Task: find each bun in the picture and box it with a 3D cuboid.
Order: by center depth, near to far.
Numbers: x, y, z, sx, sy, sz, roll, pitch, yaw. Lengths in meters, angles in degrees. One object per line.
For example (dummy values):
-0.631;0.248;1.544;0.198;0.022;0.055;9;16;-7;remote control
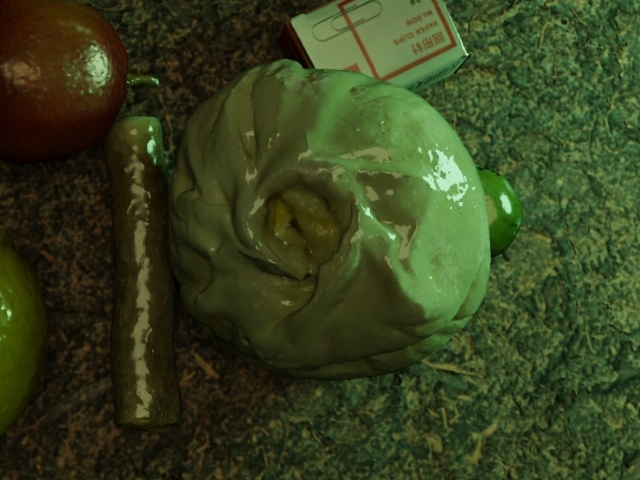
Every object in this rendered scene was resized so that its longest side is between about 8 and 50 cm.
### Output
0.000;0.000;1.453;0.365;0.219;0.365;6;115;14;bun

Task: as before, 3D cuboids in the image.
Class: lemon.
-0.405;0.106;1.424;0.267;0.267;0.267;1;81;-8;lemon

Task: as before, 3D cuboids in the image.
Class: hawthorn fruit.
-0.286;-0.175;1.517;0.226;0.196;0.196;-1;81;-15;hawthorn fruit

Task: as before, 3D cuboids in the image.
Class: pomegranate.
0.170;-0.031;1.584;0.115;0.142;0.114;-1;87;15;pomegranate

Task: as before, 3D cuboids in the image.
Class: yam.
-0.200;0.034;1.551;0.081;0.081;0.356;-4;80;-9;yam

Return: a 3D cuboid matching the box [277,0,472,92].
0.062;-0.224;1.619;0.182;0.099;0.133;-25;87;-11;box
